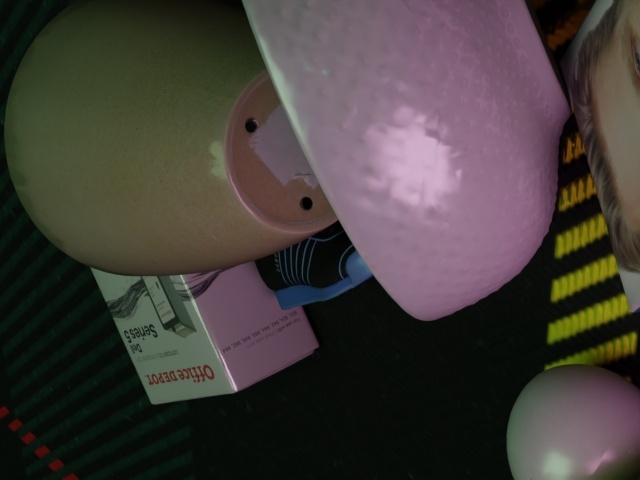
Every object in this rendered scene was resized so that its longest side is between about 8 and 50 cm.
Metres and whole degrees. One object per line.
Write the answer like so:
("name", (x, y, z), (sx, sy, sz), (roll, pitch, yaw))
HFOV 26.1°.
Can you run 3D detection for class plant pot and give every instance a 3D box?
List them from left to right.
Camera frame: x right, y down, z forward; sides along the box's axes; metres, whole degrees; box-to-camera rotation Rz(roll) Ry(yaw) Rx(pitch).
("plant pot", (-0.085, -0.083, 1.103), (0.274, 0.256, 0.256), (11, 121, 58))

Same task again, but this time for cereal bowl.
("cereal bowl", (0.068, -0.128, 0.891), (0.339, 0.141, 0.339), (-22, -90, -78))

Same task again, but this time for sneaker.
("sneaker", (0.000, 0.000, 1.228), (0.090, 0.081, 0.232), (59, 150, -5))

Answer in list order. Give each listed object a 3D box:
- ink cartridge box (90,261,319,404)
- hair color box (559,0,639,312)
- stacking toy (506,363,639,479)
("ink cartridge box", (-0.142, 0.021, 1.414), (0.198, 0.115, 0.273), (-17, 97, 58))
("hair color box", (0.234, -0.104, 0.677), (0.347, 0.105, 0.174), (109, 152, -66))
("stacking toy", (0.266, 0.274, 0.911), (0.350, 0.351, 0.480), (98, 153, -42))
